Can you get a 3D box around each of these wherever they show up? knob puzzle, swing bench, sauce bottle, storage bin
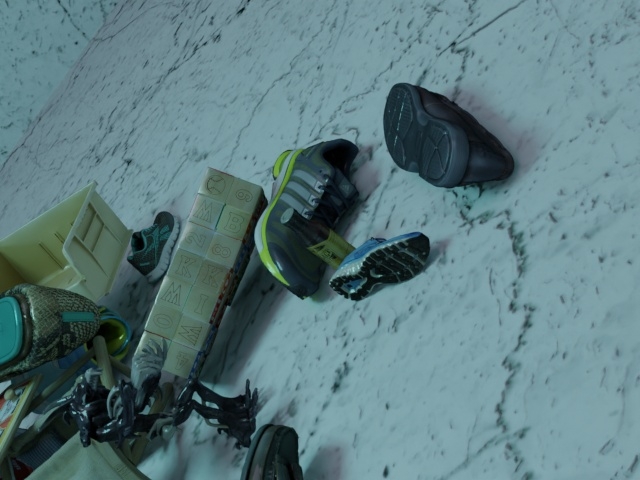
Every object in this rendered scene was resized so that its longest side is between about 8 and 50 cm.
[{"bbox_3d":[-0.517,0.293,1.683,0.213,0.030,0.213,-38,26,23],"label":"knob puzzle"},{"bbox_3d":[-0.353,0.327,1.613,0.253,0.165,0.254,-41,29,18],"label":"swing bench"},{"bbox_3d":[0.000,0.000,1.486,0.042,0.128,0.042,-39,30,28],"label":"sauce bottle"},{"bbox_3d":[-0.491,0.058,1.957,0.262,0.123,0.260,-29,24,18],"label":"storage bin"}]

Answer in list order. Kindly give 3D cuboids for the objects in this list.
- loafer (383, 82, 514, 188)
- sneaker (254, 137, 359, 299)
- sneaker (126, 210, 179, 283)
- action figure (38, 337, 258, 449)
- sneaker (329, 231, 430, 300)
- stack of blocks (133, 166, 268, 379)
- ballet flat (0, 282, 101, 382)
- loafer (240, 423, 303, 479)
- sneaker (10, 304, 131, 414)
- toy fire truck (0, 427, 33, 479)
[{"bbox_3d":[0.162,-0.134,1.463,0.302,0.095,0.109,-121,40,-65],"label":"loafer"},{"bbox_3d":[-0.012,-0.045,1.587,0.121,0.111,0.300,-29,38,32],"label":"sneaker"},{"bbox_3d":[-0.311,-0.002,2.026,0.065,0.076,0.166,-34,33,31],"label":"sneaker"},{"bbox_3d":[-0.224,0.202,1.446,0.164,0.276,0.140,-127,43,-76],"label":"action figure"},{"bbox_3d":[0.076,0.017,1.423,0.162,0.063,0.073,-25,35,42],"label":"sneaker"},{"bbox_3d":[-0.173,0.056,1.646,0.171,0.087,0.297,86,-155,-81],"label":"stack of blocks"},{"bbox_3d":[-0.509,0.169,1.752,0.483,0.182,0.164,-18,76,43],"label":"ballet flat"},{"bbox_3d":[-0.043,0.332,1.232,0.084,0.096,0.267,-9,54,27],"label":"loafer"},{"bbox_3d":[-0.416,0.163,1.967,0.208,0.127,0.319,-31,26,15],"label":"sneaker"},{"bbox_3d":[-0.621,0.386,1.832,0.169,0.302,0.254,-66,25,23],"label":"toy fire truck"}]
